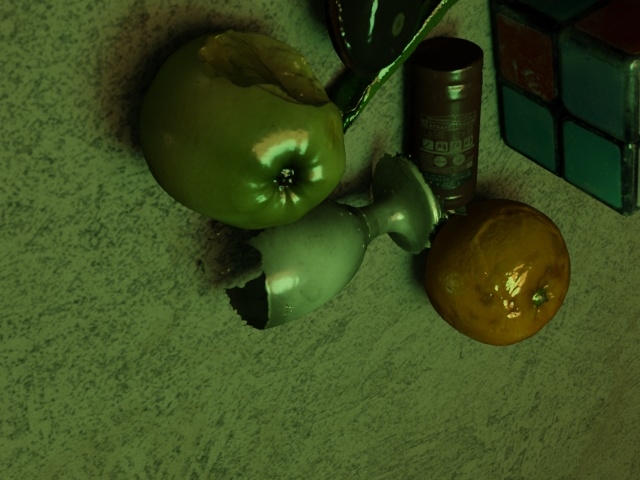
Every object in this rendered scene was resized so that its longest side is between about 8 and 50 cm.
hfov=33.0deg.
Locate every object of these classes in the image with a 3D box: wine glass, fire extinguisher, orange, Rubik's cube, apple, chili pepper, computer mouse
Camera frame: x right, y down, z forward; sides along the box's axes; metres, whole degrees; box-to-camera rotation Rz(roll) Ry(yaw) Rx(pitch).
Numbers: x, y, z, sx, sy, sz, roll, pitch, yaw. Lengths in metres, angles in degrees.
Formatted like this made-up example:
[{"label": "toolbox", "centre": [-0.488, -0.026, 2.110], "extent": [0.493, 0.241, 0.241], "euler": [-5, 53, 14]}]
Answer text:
[{"label": "wine glass", "centre": [0.005, 0.001, 1.660], "extent": [0.357, 0.190, 0.191], "euler": [-22, 131, -25]}, {"label": "fire extinguisher", "centre": [0.193, -0.155, 1.764], "extent": [0.135, 0.114, 0.337], "euler": [-2, 127, 2]}, {"label": "orange", "centre": [0.313, 0.053, 1.918], "extent": [0.261, 0.261, 0.261], "euler": [-21, 131, -27]}, {"label": "Rubik's cube", "centre": [0.502, -0.281, 1.772], "extent": [0.313, 0.318, 0.316], "euler": [-31, 133, -19]}, {"label": "apple", "centre": [-0.104, -0.142, 1.433], "extent": [0.279, 0.279, 0.279], "euler": [-21, 131, -27]}, {"label": "chili pepper", "centre": [0.089, -0.255, 1.636], "extent": [0.076, 0.085, 0.359], "euler": [39, 98, -9]}, {"label": "computer mouse", "centre": [0.076, -0.384, 1.478], "extent": [0.183, 0.116, 0.323], "euler": [-40, 147, -53]}]
